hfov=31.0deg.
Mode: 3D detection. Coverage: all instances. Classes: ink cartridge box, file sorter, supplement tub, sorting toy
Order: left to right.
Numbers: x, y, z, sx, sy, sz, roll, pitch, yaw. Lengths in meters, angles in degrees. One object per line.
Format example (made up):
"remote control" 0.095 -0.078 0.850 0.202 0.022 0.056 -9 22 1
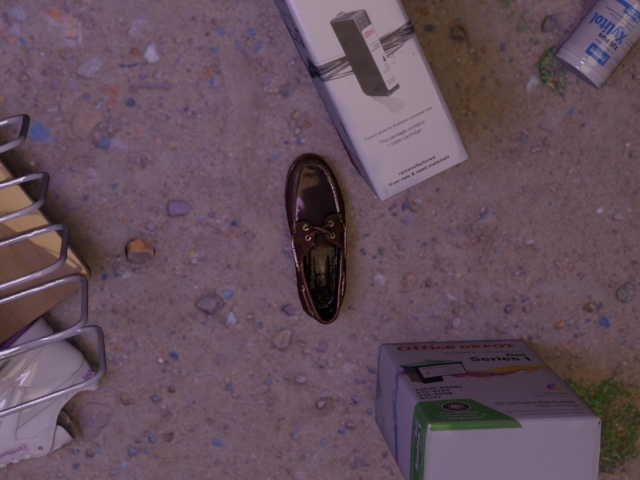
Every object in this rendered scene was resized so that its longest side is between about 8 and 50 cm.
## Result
"sorting toy" -0.442 0.005 1.332 0.255 0.089 0.257 -35 108 2
"file sorter" -0.346 0.029 1.208 0.173 0.193 0.278 -18 108 -7
"ink cartridge box" 0.044 -0.205 1.285 0.114 0.197 0.273 -26 108 0
"ink cartridge box" 0.190 0.216 1.392 0.201 0.278 0.117 -1 103 -8
"supplement tub" 0.342 -0.244 1.385 0.071 0.071 0.107 35 98 -16

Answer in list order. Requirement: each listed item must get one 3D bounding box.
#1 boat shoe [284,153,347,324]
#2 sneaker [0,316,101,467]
"boat shoe" 0.000 0.000 1.406 0.073 0.073 0.207 -9 106 -5
"sneaker" -0.392 0.242 1.395 0.152 0.114 0.305 39 97 -16
